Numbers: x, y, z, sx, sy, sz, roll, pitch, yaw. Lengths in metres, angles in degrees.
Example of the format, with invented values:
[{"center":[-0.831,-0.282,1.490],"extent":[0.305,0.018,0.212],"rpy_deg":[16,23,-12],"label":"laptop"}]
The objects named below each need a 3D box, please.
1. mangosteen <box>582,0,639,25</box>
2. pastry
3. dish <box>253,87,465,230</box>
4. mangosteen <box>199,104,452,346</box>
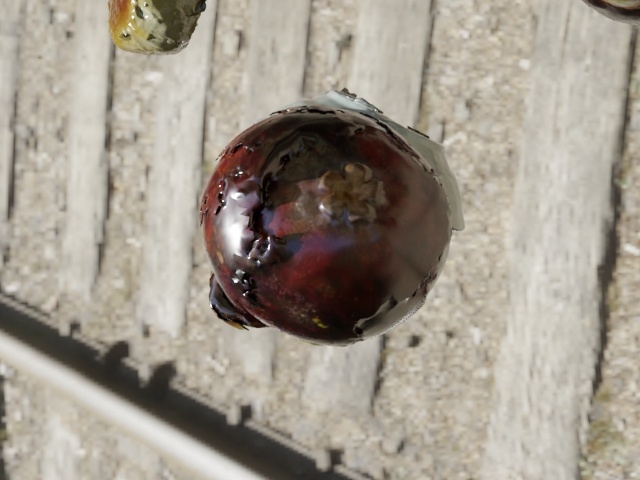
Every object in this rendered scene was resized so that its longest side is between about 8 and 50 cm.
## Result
[{"center":[0.315,-0.294,1.276],"extent":[0.210,0.210,0.210],"rpy_deg":[0,90,54],"label":"mangosteen"},{"center":[-0.188,-0.298,1.556],"extent":[0.192,0.093,0.182],"rpy_deg":[-140,60,-63],"label":"pastry"},{"center":[0.072,-0.124,1.812],"extent":[0.316,0.316,0.106],"rpy_deg":[34,99,48],"label":"dish"},{"center":[0.000,0.000,0.907],"extent":[0.180,0.166,0.166],"rpy_deg":[105,148,-58],"label":"mangosteen"}]
